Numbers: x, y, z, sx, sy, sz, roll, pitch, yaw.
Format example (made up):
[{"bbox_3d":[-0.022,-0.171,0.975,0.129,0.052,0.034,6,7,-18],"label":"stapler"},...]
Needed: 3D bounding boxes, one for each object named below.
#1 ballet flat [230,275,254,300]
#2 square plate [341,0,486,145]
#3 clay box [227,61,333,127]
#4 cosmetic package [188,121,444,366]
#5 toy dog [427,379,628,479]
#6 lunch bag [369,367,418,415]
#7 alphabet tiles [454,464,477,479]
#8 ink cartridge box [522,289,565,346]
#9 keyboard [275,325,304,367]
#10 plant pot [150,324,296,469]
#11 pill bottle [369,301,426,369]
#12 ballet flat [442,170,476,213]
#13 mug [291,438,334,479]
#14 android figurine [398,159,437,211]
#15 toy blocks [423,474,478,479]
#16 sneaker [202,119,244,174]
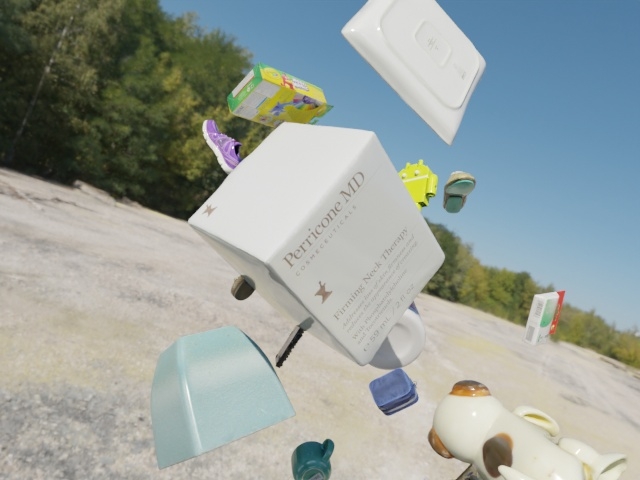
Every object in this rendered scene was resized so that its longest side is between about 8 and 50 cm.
[{"bbox_3d":[-0.154,0.062,1.342,0.084,0.250,0.058,40,6,-47],"label":"ballet flat"},{"bbox_3d":[0.244,-0.440,1.122,0.344,0.347,0.049,41,-36,-14],"label":"square plate"},{"bbox_3d":[-0.088,-0.321,1.137,0.222,0.053,0.127,5,-30,-46],"label":"clay box"},{"bbox_3d":[0.000,0.000,1.086,0.327,0.329,0.393,22,-22,48],"label":"cosmetic package"},{"bbox_3d":[0.468,0.553,1.253,0.395,0.284,0.408,12,11,-38],"label":"toy dog"},{"bbox_3d":[0.163,0.327,1.056,0.065,0.098,0.067,56,11,-41],"label":"lunch bag"},{"bbox_3d":[0.548,0.812,1.678,0.285,0.342,0.011,19,25,-37],"label":"alphabet tiles"},{"bbox_3d":[0.830,0.278,1.768,0.225,0.180,0.056,0,16,-35],"label":"ink cartridge box"},{"bbox_3d":[-0.075,0.287,1.422,0.023,0.180,0.108,32,-1,-7],"label":"keyboard"},{"bbox_3d":[-0.254,0.344,1.132,0.247,0.252,0.248,-8,-22,-41],"label":"plant pot"},{"bbox_3d":[0.218,0.249,1.713,0.229,0.229,0.407,20,17,-7],"label":"pill bottle"},{"bbox_3d":[0.585,-0.229,2.092,0.123,0.123,0.348,20,-16,13],"label":"ballet flat"},{"bbox_3d":[-0.026,0.721,1.576,0.130,0.157,0.097,7,14,-9],"label":"mug"},{"bbox_3d":[0.375,-0.213,2.033,0.248,0.272,0.056,-7,-30,43],"label":"android figurine"},{"bbox_3d":[0.352,0.795,1.431,0.261,0.381,0.190,36,25,-30],"label":"toy blocks"},{"bbox_3d":[-0.242,-0.244,1.255,0.170,0.071,0.068,57,5,14],"label":"sneaker"}]
